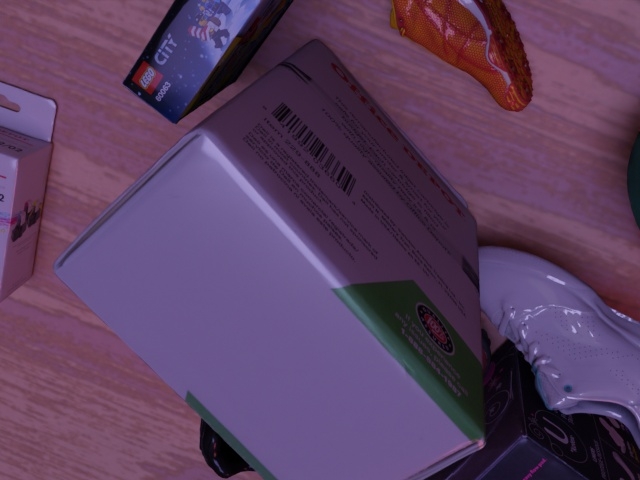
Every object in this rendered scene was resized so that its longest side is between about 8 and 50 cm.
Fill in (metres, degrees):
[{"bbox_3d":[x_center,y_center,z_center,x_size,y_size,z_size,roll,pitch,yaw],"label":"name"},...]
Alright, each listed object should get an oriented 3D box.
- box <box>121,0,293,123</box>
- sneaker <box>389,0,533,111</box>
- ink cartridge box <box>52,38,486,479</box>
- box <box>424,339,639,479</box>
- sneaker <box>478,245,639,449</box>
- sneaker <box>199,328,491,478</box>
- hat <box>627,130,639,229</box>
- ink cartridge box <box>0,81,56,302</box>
[{"bbox_3d":[-0.028,-0.195,0.476,0.044,0.159,0.233,38,112,-8],"label":"box"},{"bbox_3d":[0.094,-0.164,0.531,0.175,0.064,0.067,50,130,-6],"label":"sneaker"},{"bbox_3d":[0.000,0.000,0.480,0.121,0.289,0.211,-38,101,23],"label":"ink cartridge box"},{"bbox_3d":[0.141,0.234,0.615,0.142,0.163,0.247,37,113,-3],"label":"box"},{"bbox_3d":[0.184,0.084,0.557,0.212,0.094,0.080,31,159,18],"label":"sneaker"},{"bbox_3d":[0.014,0.140,0.615,0.276,0.135,0.098,-16,106,14],"label":"sneaker"},{"bbox_3d":[0.294,0.001,0.576,0.173,0.183,0.209,26,74,7],"label":"hat"},{"bbox_3d":[-0.306,-0.048,0.632,0.104,0.061,0.181,19,113,1],"label":"ink cartridge box"}]
